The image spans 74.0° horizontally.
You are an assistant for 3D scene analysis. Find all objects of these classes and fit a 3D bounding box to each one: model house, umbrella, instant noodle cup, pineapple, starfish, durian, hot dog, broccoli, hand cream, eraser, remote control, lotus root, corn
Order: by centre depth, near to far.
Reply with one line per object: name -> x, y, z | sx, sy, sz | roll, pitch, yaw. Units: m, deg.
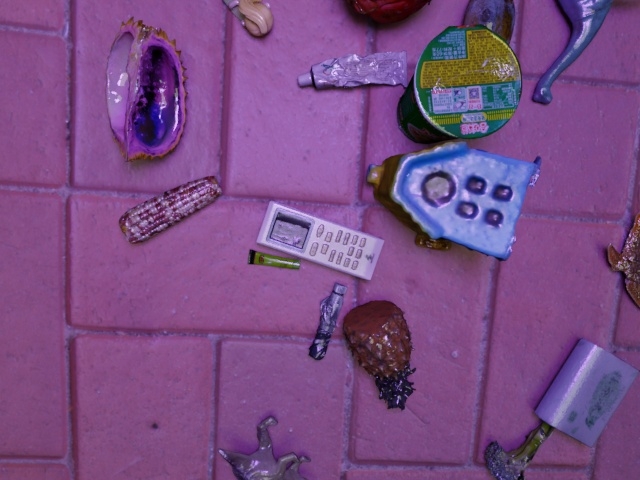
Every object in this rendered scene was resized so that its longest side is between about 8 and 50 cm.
instant noodle cup -> 0.259, -0.292, 0.874 | 0.207, 0.232, 0.207 | 0, 93, -4
durian -> -0.375, -0.308, 0.881 | 0.186, 0.153, 0.261 | 25, 100, 16
model house -> 0.251, -0.101, 0.899 | 0.303, 0.237, 0.216 | 13, 97, -3
lotus root -> 0.372, -0.490, 0.937 | 0.113, 0.088, 0.192 | 6, 95, -21
corn -> -0.329, -0.071, 0.937 | 0.237, 0.079, 0.080 | -26, 98, -4
hand cream -> 0.076, -0.375, 0.948 | 0.256, 0.050, 0.084 | -7, 94, -7
remote control -> 0.000, 0.000, 0.977 | 0.277, 0.055, 0.103 | 19, 94, -7
pineapple -> 0.150, 0.283, 0.985 | 0.157, 0.158, 0.279 | -19, 108, -2
hand cream -> -0.108, 0.047, 0.992 | 0.121, 0.023, 0.036 | 10, 99, -2
umbrella -> 0.015, 0.191, 1.004 | 0.050, 0.046, 0.188 | 18, 94, -26
hot dog -> 0.272, 0.007, 1.011 | 0.090, 0.034, 0.030 | 9, 96, -5
starfish -> 0.799, 0.062, 1.055 | 0.138, 0.050, 0.247 | -39, 105, 0
eraser -> 0.663, 0.378, 1.058 | 0.174, 0.081, 0.227 | 30, 91, -9
broccoli -> 0.508, 0.531, 1.066 | 0.204, 0.118, 0.122 | -33, 68, -16

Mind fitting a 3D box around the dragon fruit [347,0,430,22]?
dragon fruit -> 0.140, -0.556, 0.830 | 0.240, 0.252, 0.241 | -5, 70, 14

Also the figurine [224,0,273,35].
figurine -> -0.162, -0.511, 0.902 | 0.083, 0.083, 0.187 | -31, 88, 0

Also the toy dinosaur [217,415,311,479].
toy dinosaur -> -0.111, 0.559, 1.021 | 0.162, 0.077, 0.294 | -37, 99, 1

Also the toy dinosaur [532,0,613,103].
toy dinosaur -> 0.536, -0.553, 0.946 | 0.331, 0.129, 0.383 | -35, 97, 9
